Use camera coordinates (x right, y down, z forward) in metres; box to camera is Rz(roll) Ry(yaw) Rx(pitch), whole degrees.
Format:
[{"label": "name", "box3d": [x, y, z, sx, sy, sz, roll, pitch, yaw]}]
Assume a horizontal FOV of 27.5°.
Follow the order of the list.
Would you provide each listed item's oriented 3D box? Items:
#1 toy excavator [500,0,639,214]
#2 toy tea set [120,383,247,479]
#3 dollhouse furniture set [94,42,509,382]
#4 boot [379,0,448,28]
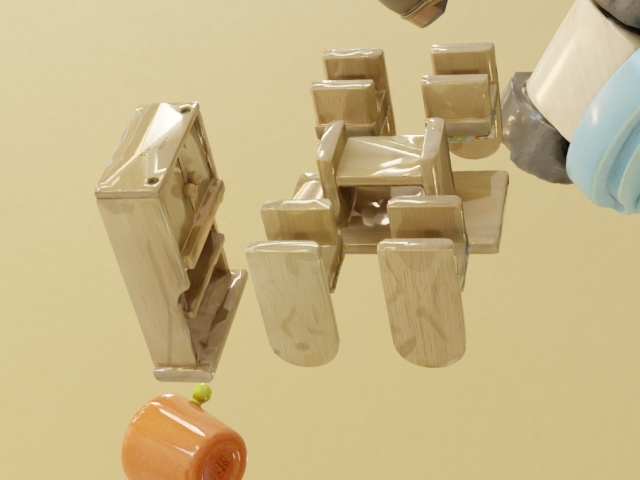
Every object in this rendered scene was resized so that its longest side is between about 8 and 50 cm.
[{"label": "toy excavator", "box3d": [0.433, -0.056, 1.120, 0.445, 0.433, 0.222, 54, 134, 28]}, {"label": "toy tea set", "box3d": [-0.193, 0.275, 1.184, 0.124, 0.336, 0.200, 16, 122, 39]}, {"label": "dollhouse furniture set", "box3d": [0.000, 0.000, 0.853, 0.242, 0.212, 0.161, 0, 130, 15]}, {"label": "boot", "box3d": [0.101, -0.283, 1.225, 0.106, 0.082, 0.219, 23, 147, -16]}]
